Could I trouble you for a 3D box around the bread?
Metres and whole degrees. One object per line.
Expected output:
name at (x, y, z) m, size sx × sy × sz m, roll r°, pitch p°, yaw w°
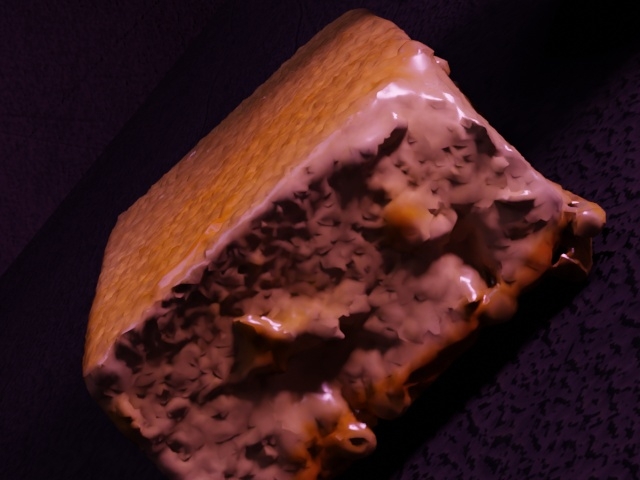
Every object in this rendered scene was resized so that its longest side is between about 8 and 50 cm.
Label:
bread at (0.000, 0.000, 0.790) m, size 0.185 × 0.114 × 0.275 m, roll -42°, pitch 13°, yaw 4°
